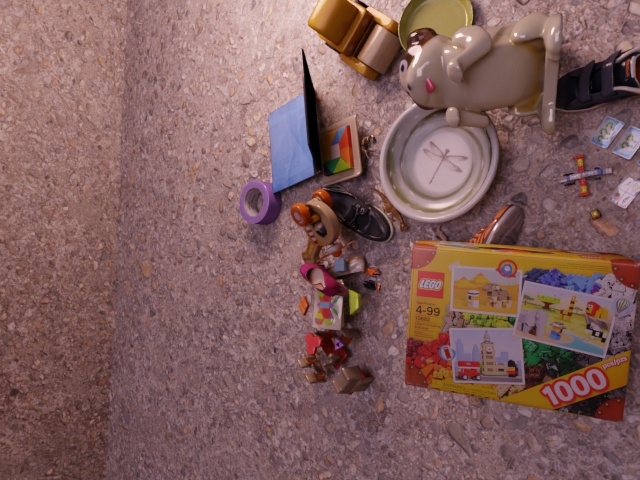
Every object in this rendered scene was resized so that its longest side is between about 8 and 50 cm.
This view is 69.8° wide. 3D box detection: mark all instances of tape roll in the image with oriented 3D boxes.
[{"bbox_3d":[-0.264,-0.165,2.007,0.188,0.080,0.189,-1,88,39],"label":"tape roll"}]

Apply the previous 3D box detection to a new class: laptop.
[{"bbox_3d":[-0.130,-0.441,1.786,0.236,0.408,0.383,-7,75,6],"label":"laptop"}]

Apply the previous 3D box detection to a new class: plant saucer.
[{"bbox_3d":[0.380,-0.252,1.464,0.400,0.100,0.402,-2,86,40],"label":"plant saucer"},{"bbox_3d":[0.375,-0.704,1.498,0.240,0.037,0.241,0,90,27],"label":"plant saucer"}]

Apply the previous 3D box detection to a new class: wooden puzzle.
[{"bbox_3d":[0.065,-0.338,1.736,0.220,0.044,0.239,-9,82,52],"label":"wooden puzzle"}]

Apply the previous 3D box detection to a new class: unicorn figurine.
[{"bbox_3d":[0.348,0.033,1.506,0.162,0.060,0.111,-49,60,28],"label":"unicorn figurine"}]

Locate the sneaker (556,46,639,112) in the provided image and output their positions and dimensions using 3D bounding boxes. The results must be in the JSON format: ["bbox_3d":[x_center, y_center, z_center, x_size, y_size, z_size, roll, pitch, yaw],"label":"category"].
[{"bbox_3d":[0.735,-0.410,1.162,0.320,0.127,0.126,-2,88,41],"label":"sneaker"}]

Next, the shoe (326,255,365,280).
[{"bbox_3d":[0.076,0.123,1.718,0.218,0.076,0.059,-27,67,34],"label":"shoe"}]

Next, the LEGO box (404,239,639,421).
[{"bbox_3d":[0.489,0.206,1.184,0.499,0.193,0.373,4,96,19],"label":"LEGO box"}]

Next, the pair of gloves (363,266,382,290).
[{"bbox_3d":[0.189,0.139,1.667,0.074,0.010,0.084,6,95,38],"label":"pair of gloves"}]

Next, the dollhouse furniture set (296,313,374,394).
[{"bbox_3d":[0.068,0.440,1.707,0.262,0.135,0.259,-58,45,22],"label":"dollhouse furniture set"}]

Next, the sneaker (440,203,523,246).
[{"bbox_3d":[0.454,0.011,1.382,0.321,0.124,0.180,-57,40,6],"label":"sneaker"}]

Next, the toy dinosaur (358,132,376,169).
[{"bbox_3d":[0.152,-0.355,1.687,0.092,0.053,0.183,-19,77,39],"label":"toy dinosaur"}]

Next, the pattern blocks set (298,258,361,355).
[{"bbox_3d":[0.027,0.235,1.665,0.285,0.026,0.325,-22,66,37],"label":"pattern blocks set"}]

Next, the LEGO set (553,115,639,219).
[{"bbox_3d":[0.744,-0.182,1.191,0.182,0.060,0.245,44,116,36],"label":"LEGO set"}]

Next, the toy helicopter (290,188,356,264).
[{"bbox_3d":[0.000,0.000,1.705,0.235,0.140,0.355,44,148,18],"label":"toy helicopter"}]

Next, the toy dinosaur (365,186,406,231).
[{"bbox_3d":[0.234,-0.127,1.567,0.064,0.112,0.211,-40,101,8],"label":"toy dinosaur"}]

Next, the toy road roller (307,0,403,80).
[{"bbox_3d":[0.107,-0.739,1.614,0.329,0.240,0.203,48,117,30],"label":"toy road roller"}]

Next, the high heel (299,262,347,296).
[{"bbox_3d":[-0.019,0.134,1.631,0.244,0.117,0.082,35,101,43],"label":"high heel"}]

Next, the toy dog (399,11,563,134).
[{"bbox_3d":[0.416,-0.478,1.243,0.407,0.285,0.396,2,52,22],"label":"toy dog"}]

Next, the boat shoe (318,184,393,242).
[{"bbox_3d":[0.114,-0.103,1.669,0.340,0.113,0.127,46,116,31],"label":"boat shoe"}]
